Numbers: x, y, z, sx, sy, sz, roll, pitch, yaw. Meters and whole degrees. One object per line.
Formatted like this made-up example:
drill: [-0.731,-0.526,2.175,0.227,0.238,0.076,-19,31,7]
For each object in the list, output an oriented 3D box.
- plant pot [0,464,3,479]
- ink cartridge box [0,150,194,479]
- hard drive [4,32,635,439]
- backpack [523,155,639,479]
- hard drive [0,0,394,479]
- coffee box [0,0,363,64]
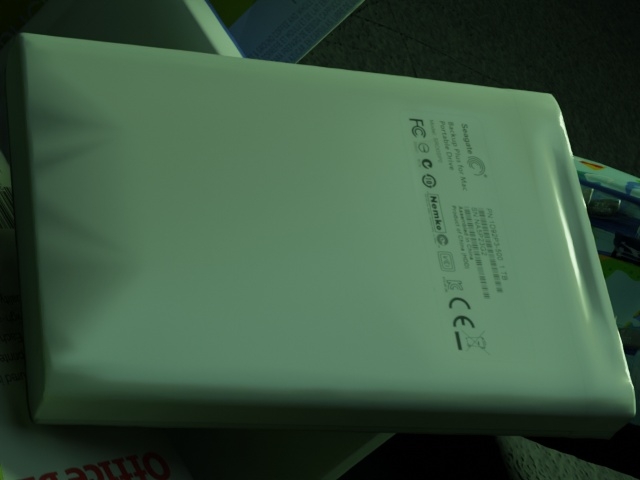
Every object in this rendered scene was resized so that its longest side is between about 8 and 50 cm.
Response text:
plant pot: [-0.267,0.101,0.470,0.366,0.366,0.353,55,14,14]
ink cartridge box: [-0.208,0.057,0.847,0.198,0.115,0.273,-2,55,-58]
hard drive: [0.000,0.000,0.890,0.307,0.040,0.203,4,58,-23]
backpack: [0.211,0.058,1.303,0.290,0.355,0.273,10,83,-56]
hard drive: [-0.088,0.009,0.997,0.319,0.210,0.040,57,25,16]
coffee box: [-0.121,-0.276,1.195,0.334,0.337,0.338,44,26,-11]
